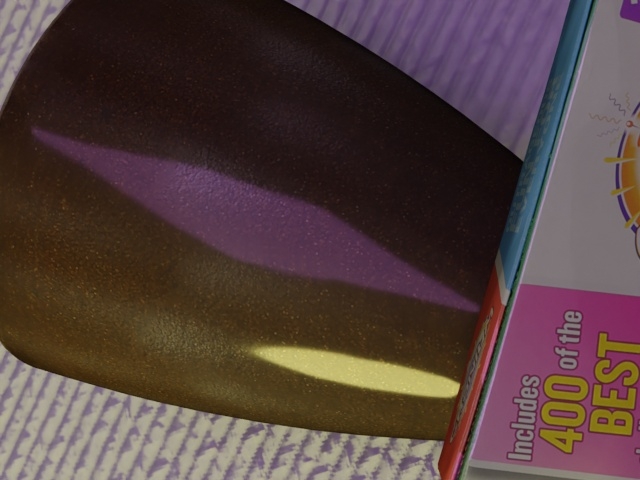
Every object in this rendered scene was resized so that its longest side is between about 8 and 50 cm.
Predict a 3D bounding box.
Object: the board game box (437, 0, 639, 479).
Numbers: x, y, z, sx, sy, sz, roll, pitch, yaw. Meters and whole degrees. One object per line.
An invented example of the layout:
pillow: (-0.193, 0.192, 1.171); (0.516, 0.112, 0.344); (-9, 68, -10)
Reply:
board game box: (0.229, 0.021, 0.676); (0.316, 0.064, 0.242); (16, 91, 0)

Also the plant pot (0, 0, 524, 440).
plant pot: (0.000, 0.000, 0.809); (0.230, 0.215, 0.215); (21, 93, 26)
